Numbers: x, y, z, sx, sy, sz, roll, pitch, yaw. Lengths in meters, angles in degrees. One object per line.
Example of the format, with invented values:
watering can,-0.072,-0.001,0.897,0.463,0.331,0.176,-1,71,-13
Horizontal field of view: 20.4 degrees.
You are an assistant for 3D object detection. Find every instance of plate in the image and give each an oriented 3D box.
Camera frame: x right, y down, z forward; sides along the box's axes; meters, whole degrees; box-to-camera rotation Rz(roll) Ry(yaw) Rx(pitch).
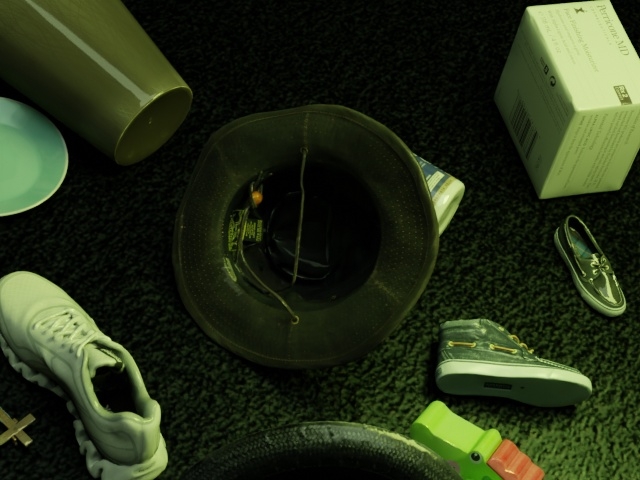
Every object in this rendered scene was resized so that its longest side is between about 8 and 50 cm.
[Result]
plate,-0.397,-0.097,2.132,0.188,0.024,0.188,6,52,-8

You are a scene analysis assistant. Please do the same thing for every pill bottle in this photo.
pill bottle,0.082,-0.071,2.176,0.169,0.094,0.094,31,52,12

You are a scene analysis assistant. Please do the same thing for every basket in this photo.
basket,-0.277,-0.212,2.174,0.227,0.154,0.204,43,54,16

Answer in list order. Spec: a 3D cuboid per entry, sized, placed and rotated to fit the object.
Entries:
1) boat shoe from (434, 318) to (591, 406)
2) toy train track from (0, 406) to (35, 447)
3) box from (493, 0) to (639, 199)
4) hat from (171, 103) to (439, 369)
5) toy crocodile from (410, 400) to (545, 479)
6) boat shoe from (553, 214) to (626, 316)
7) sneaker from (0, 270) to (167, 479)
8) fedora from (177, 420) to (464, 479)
boat shoe,0.224,0.137,2.064,0.183,0.065,0.083,8,53,-6
toy train track,-0.339,0.196,1.924,0.048,0.014,0.083,-36,62,-25
box,0.321,-0.178,2.259,0.119,0.182,0.181,-8,55,-18
hat,0.000,0.000,2.048,0.331,0.331,0.134,46,16,22
toy crocodile,0.228,0.300,1.873,0.340,0.105,0.115,47,30,8
boat shoe,0.331,0.031,2.188,0.049,0.040,0.142,-16,58,-24
sneaker,-0.258,0.128,1.929,0.110,0.118,0.292,-28,62,-28
fedora,-0.001,0.293,1.796,0.334,0.334,0.152,12,21,-3
